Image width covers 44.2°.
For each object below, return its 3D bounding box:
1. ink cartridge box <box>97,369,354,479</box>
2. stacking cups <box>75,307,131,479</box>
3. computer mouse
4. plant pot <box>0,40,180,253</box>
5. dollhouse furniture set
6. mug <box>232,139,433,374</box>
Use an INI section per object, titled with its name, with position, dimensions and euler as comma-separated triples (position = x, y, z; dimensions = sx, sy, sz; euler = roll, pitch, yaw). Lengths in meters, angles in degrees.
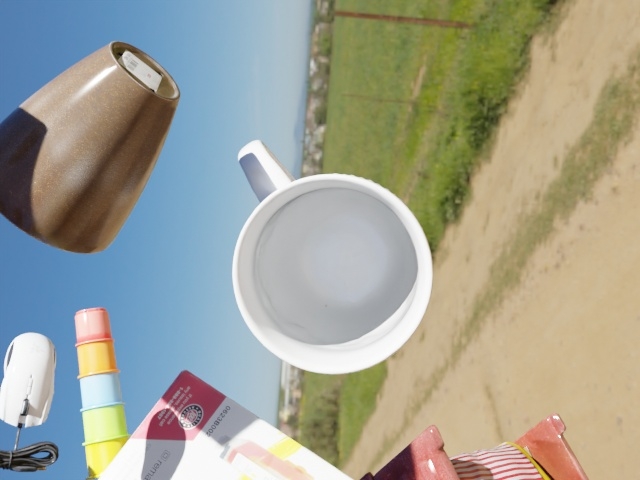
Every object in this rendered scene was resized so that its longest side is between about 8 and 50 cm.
[ink cartridge box]
position = -0.139, 0.435, 1.265
dimensions = 0.279, 0.384, 0.160
euler = -53, -18, -24
[stacking cups]
position = -0.425, 0.289, 1.503
dimensions = 0.096, 0.096, 0.316
euler = 104, 153, -77
[computer mouse]
position = -0.399, 0.212, 1.062
dimensions = 0.042, 0.106, 0.193
euler = -41, 45, 54
[plant pot]
position = -0.294, -0.138, 1.027
dimensions = 0.230, 0.215, 0.215
euler = -45, 20, 21
[dollhouse furniture set]
position = 0.176, 0.335, 0.600
dimensions = 0.152, 0.201, 0.374
euler = -45, 58, 31
[mug]
position = 0.000, 0.000, 1.226
dimensions = 0.374, 0.276, 0.328
euler = 52, -174, 1
